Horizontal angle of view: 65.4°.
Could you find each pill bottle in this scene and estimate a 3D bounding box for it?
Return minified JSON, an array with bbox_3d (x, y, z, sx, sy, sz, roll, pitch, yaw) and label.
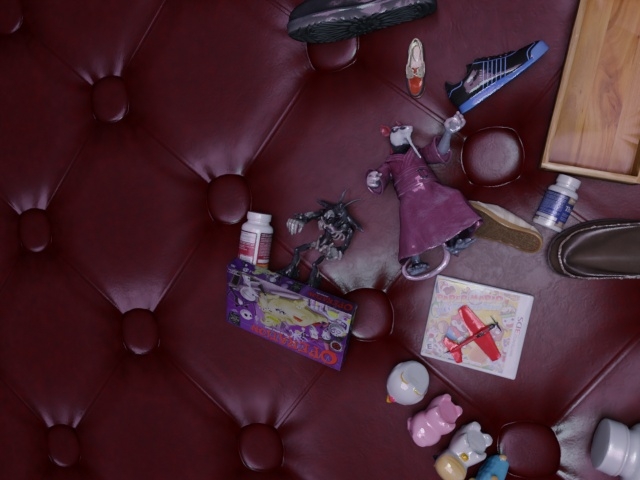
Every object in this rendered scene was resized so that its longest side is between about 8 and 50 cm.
[{"bbox_3d":[0.533,-0.084,1.120,0.067,0.067,0.120,25,100,15],"label":"pill bottle"},{"bbox_3d":[-0.173,0.001,1.336,0.086,0.086,0.152,11,96,17],"label":"pill bottle"},{"bbox_3d":[0.730,0.477,1.042,0.272,0.152,0.152,16,97,16],"label":"pill bottle"}]

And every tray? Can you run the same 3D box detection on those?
[{"bbox_3d":[0.626,-0.341,1.076,0.202,0.076,0.411,13,97,16],"label":"tray"}]

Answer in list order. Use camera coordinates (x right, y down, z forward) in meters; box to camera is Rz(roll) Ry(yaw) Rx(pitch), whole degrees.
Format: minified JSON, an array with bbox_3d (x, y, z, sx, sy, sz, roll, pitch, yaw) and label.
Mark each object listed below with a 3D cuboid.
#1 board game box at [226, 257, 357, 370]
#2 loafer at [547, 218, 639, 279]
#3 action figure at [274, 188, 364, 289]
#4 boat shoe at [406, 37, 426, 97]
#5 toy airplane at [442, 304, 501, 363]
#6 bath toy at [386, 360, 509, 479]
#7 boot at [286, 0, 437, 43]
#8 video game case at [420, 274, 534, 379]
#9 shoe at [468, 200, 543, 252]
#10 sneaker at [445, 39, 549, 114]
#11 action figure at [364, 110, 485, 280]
[{"bbox_3d":[-0.086,0.191,1.292,0.346,0.056,0.208,19,132,16],"label":"board game box"},{"bbox_3d":[0.677,0.012,1.046,0.365,0.130,0.134,-9,90,18],"label":"loafer"},{"bbox_3d":[0.000,0.000,1.256,0.164,0.141,0.276,33,105,17],"label":"action figure"},{"bbox_3d":[0.232,-0.418,1.211,0.049,0.043,0.137,3,95,15],"label":"boat shoe"},{"bbox_3d":[0.356,0.233,1.184,0.151,0.028,0.151,1,94,16],"label":"toy airplane"},{"bbox_3d":[0.279,0.455,1.202,0.348,0.151,0.129,49,140,10],"label":"bath toy"},{"bbox_3d":[0.069,-0.735,1.190,0.367,0.146,0.445,-8,93,10],"label":"boot"},{"bbox_3d":[0.375,0.207,1.206,0.227,0.026,0.206,12,96,17],"label":"video game case"},{"bbox_3d":[0.415,-0.038,1.171,0.219,0.058,0.077,28,131,18],"label":"shoe"},{"bbox_3d":[0.397,-0.392,1.140,0.232,0.081,0.090,-35,90,17],"label":"sneaker"},{"bbox_3d":[0.242,-0.125,1.175,0.248,0.276,0.370,-20,67,6],"label":"action figure"}]
